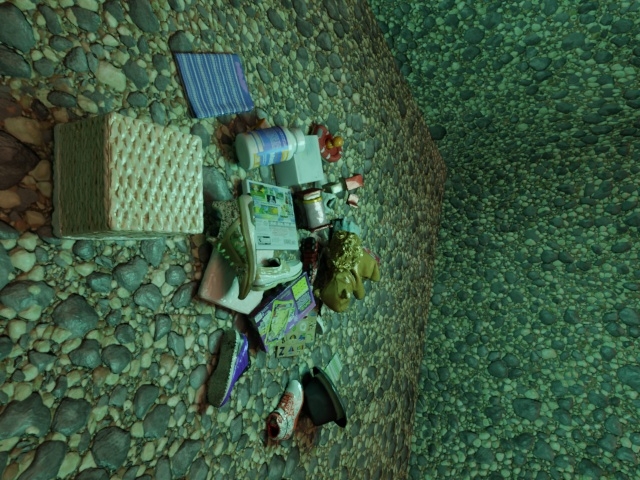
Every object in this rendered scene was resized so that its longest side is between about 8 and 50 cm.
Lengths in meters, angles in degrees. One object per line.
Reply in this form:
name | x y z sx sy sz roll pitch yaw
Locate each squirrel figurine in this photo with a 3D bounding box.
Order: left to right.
squirrel figurine | 0.105 0.157 2.036 0.370 0.281 0.396 -48 138 -49

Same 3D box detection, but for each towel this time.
towel | -0.409 -0.623 1.605 0.336 0.040 0.242 -35 115 -51
towel | -0.336 0.119 1.655 0.317 0.054 0.331 39 57 -49
towel | 0.068 0.719 2.248 0.152 0.023 0.113 -44 121 -45

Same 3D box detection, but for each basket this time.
basket | -0.548 -0.163 1.174 0.328 0.267 0.330 1 89 -57

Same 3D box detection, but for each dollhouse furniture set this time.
dollhouse furniture set | 0.072 -0.196 2.039 0.375 0.152 0.201 -21 107 -19

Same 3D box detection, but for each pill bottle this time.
pill bottle | -0.208 -0.400 1.699 0.272 0.152 0.152 -19 106 -26

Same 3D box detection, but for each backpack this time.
backpack | 0.141 -0.019 2.291 0.166 0.145 0.188 36 62 -56

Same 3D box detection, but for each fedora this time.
fedora | -0.006 0.792 1.964 0.153 0.334 0.333 -24 111 -23

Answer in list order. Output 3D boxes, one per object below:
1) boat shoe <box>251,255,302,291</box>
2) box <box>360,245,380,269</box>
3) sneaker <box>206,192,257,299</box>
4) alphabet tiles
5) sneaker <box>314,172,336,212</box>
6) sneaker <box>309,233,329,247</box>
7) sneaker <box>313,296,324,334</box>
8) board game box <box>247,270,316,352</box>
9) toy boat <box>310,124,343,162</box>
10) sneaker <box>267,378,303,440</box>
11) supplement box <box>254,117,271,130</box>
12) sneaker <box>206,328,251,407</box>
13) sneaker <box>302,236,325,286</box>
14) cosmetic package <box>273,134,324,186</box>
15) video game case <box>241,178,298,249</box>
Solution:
boat shoe | -0.184 0.123 1.734 0.302 0.113 0.103 -24 114 -53
box | 0.257 0.131 2.461 0.257 0.128 0.122 35 60 -50
sneaker | -0.339 0.023 1.530 0.182 0.158 0.409 -2 86 -13
alphabet tiles | -0.122 0.383 1.920 0.285 0.011 0.341 8 90 -44
sneaker | 0.035 -0.252 2.167 0.090 0.116 0.231 4 85 -56
sneaker | 0.000 0.000 2.143 0.134 0.070 0.050 42 57 -46
sneaker | -0.011 0.380 2.093 0.121 0.079 0.216 -52 128 -42
board game box | -0.163 0.311 1.798 0.347 0.056 0.208 -39 124 -39
toy boat | 0.055 -0.526 2.183 0.231 0.151 0.150 38 58 -48
sneaker | -0.162 0.772 1.838 0.145 0.090 0.269 32 64 -53
supplement box | -0.250 -0.499 1.832 0.098 0.036 0.062 55 45 -38
sneaker | -0.338 0.511 1.583 0.146 0.102 0.293 40 56 -48
sneaker | -0.040 0.125 2.049 0.135 0.098 0.275 27 67 -53
cosmetic package | -0.110 -0.387 1.945 0.225 0.138 0.223 -23 107 -53
video game case | -0.218 -0.104 1.802 0.329 0.036 0.299 3 77 -60
